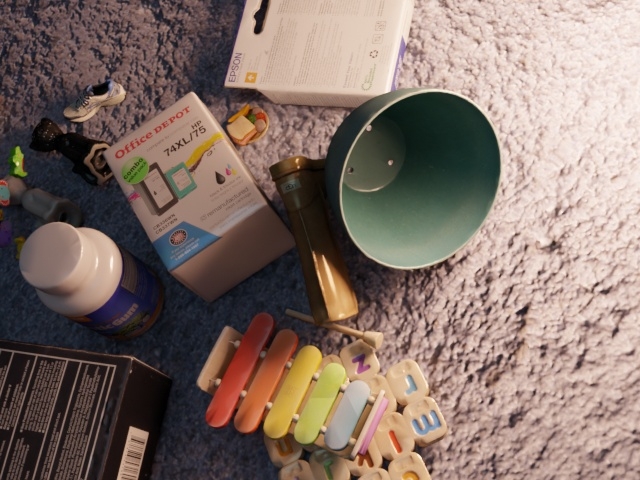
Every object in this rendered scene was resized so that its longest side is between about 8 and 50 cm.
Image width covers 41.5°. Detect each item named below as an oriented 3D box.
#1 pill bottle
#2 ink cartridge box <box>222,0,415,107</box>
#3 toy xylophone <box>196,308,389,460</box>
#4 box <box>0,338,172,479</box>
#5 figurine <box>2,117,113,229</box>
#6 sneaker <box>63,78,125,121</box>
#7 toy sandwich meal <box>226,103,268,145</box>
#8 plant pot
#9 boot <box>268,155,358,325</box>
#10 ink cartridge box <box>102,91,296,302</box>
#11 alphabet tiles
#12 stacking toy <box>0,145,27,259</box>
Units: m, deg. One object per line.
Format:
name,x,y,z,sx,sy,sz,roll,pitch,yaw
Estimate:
pill bottle,-0.388,0.068,1.435,0.153,0.272,0.152,-5,70,14
ink cartridge box,0.007,-0.413,1.618,0.330,0.071,0.323,7,73,21
toy xylophone,-0.034,0.222,1.373,0.323,0.081,0.236,10,69,22
box,-0.440,0.333,1.402,0.294,0.182,0.296,6,71,16
figurine,-0.532,-0.128,1.656,0.210,0.092,0.214,25,79,30
sneaker,-0.466,-0.289,1.703,0.135,0.058,0.052,-27,66,5
toy sandwich meal,-0.140,-0.222,1.607,0.086,0.029,0.085,-5,69,13
plant pot,0.122,-0.121,1.392,0.290,0.290,0.195,-45,31,-4
boot,0.000,0.000,1.426,0.089,0.236,0.269,-19,87,19
ink cartridge box,-0.209,-0.073,1.479,0.198,0.197,0.270,-35,65,0
alphabet tiles,0.054,0.311,1.361,0.284,0.021,0.277,-27,60,4
stacking toy,-0.607,-0.053,1.605,0.167,0.052,0.221,-11,84,33
